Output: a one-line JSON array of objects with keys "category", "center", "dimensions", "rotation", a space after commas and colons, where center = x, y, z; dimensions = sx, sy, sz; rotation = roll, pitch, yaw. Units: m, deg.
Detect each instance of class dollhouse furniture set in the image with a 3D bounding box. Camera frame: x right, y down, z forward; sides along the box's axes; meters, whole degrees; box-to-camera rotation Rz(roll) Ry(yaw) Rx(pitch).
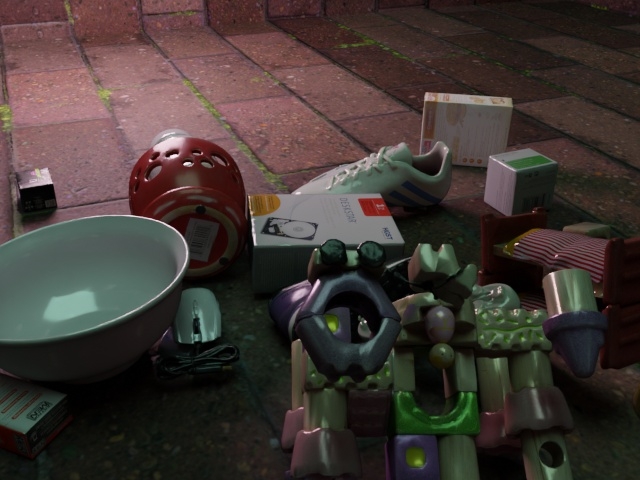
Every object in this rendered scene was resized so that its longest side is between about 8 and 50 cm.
[{"category": "dollhouse furniture set", "center": [0.406, 0.034, 0.902], "dimensions": [0.374, 0.152, 0.201], "rotation": [-9, 14, -34]}]

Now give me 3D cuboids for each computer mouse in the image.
[{"category": "computer mouse", "center": [-0.171, 0.113, 0.929], "dimensions": [0.106, 0.042, 0.193], "rotation": [-7, 31, -11]}]

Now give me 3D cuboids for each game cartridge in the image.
[{"category": "game cartridge", "center": [-0.188, 0.134, 0.951], "dimensions": [0.056, 0.017, 0.083], "rotation": [7, 30, 18]}]

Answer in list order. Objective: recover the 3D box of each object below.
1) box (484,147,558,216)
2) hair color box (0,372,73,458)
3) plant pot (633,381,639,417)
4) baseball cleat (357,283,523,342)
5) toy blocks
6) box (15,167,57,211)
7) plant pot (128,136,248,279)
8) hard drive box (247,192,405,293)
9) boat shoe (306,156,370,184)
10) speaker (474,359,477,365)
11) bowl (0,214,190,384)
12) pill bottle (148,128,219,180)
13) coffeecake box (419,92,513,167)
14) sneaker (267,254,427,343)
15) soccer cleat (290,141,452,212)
[{"category": "box", "center": [0.383, -0.111, 1.308], "dimensions": [0.101, 0.102, 0.087], "rotation": [-13, 30, -21]}, {"category": "hair color box", "center": [-0.374, 0.199, 0.803], "dimensions": [0.141, 0.043, 0.072], "rotation": [11, 31, 20]}, {"category": "plant pot", "center": [0.457, 0.173, 0.817], "dimensions": [0.134, 0.095, 0.134], "rotation": [0, 29, 0]}, {"category": "baseball cleat", "center": [0.151, 0.116, 0.843], "dimensions": [0.206, 0.109, 0.072], "rotation": [-14, 34, 29]}, {"category": "toy blocks", "center": [0.109, 0.185, 0.623], "dimensions": [0.289, 0.309, 0.260], "rotation": [3, 64, -7]}, {"category": "box", "center": [-0.548, -0.099, 1.315], "dimensions": [0.062, 0.052, 0.083], "rotation": [-13, 34, -24]}, {"category": "plant pot", "center": [-0.212, -0.046, 1.096], "dimensions": [0.191, 0.191, 0.174], "rotation": [-5, 35, -10]}, {"category": "hard drive box", "center": [0.000, 0.000, 1.108], "dimensions": [0.232, 0.089, 0.181], "rotation": [-1, 30, -10]}, {"category": "boat shoe", "center": [0.048, -0.125, 1.375], "dimensions": [0.184, 0.066, 0.063], "rotation": [-34, 44, -31]}, {"category": "speaker", "center": [0.231, 0.140, 0.911], "dimensions": [0.136, 0.055, 0.055], "rotation": [1, 30, -1]}, {"category": "bowl", "center": [-0.310, 0.091, 0.893], "dimensions": [0.298, 0.134, 0.298], "rotation": [-4, 30, 2]}, {"category": "pill bottle", "center": [-0.256, -0.126, 1.290], "dimensions": [0.131, 0.131, 0.229], "rotation": [-10, 31, -19]}, {"category": "coffeecake box", "center": [0.315, -0.241, 1.494], "dimensions": [0.186, 0.142, 0.068], "rotation": [6, 29, 9]}, {"category": "sneaker", "center": [0.059, 0.065, 0.996], "dimensions": [0.283, 0.107, 0.124], "rotation": [-14, 27, -25]}, {"category": "soccer cleat", "center": [0.092, -0.114, 1.249], "dimensions": [0.331, 0.143, 0.116], "rotation": [-11, 45, -20]}]
